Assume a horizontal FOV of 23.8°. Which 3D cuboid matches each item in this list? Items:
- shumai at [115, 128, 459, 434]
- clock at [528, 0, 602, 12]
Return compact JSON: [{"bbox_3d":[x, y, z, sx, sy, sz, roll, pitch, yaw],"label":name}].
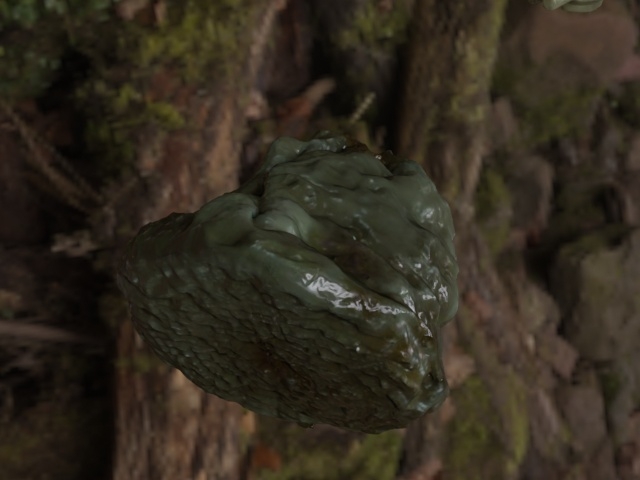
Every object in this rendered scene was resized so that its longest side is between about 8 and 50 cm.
[{"bbox_3d":[0.000,0.000,1.325,0.304,0.309,0.263,90,24,-58],"label":"shumai"},{"bbox_3d":[0.291,-0.235,1.138,0.120,0.379,0.276,-29,154,-43],"label":"clock"}]
